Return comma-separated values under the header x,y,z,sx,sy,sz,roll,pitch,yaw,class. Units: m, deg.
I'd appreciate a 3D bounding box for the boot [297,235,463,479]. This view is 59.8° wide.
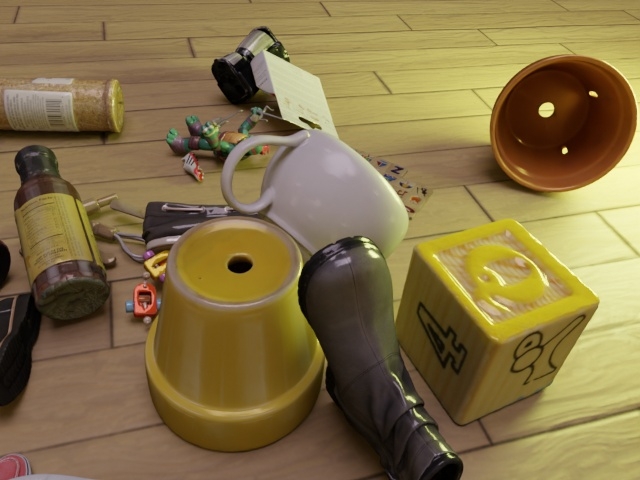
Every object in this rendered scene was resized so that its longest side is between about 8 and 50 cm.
x,y,z,sx,sy,sz,roll,pitch,yaw,class
0.084,0.168,0.636,0.118,0.338,0.223,-26,45,-10,boot

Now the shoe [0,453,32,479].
x,y,z,sx,sy,sz,roll,pitch,yaw,class
-0.383,0.306,0.609,0.063,0.081,0.178,10,42,4,shoe

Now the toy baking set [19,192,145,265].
x,y,z,sx,sy,sz,roll,pitch,yaw,class
-0.395,-0.007,0.999,0.256,0.030,0.197,-28,58,-25,toy baking set

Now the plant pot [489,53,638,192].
x,y,z,sx,sy,sz,roll,pitch,yaw,class
0.523,-0.276,1.254,0.290,0.291,0.203,12,25,6,plant pot

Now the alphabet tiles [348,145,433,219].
x,y,z,sx,sy,sz,roll,pitch,yaw,class
0.115,-0.122,1.207,0.237,0.009,0.198,25,45,19,alphabet tiles

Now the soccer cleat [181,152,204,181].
x,y,z,sx,sy,sz,roll,pitch,yaw,class
-0.271,-0.152,1.177,0.035,0.029,0.083,-28,58,3,soccer cleat

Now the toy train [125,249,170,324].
x,y,z,sx,sy,sz,roll,pitch,yaw,class
-0.238,0.077,0.916,0.166,0.046,0.125,-4,65,-25,toy train

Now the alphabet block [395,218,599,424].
x,y,z,sx,sy,sz,roll,pitch,yaw,class
0.243,0.114,0.818,0.192,0.197,0.193,-16,46,-24,alphabet block

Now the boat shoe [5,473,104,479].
x,y,z,sx,sy,sz,roll,pitch,yaw,class
-0.272,0.310,0.608,0.183,0.065,0.083,11,41,-21,boat shoe

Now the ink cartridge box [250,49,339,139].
x,y,z,sx,sy,sz,roll,pitch,yaw,class
-0.061,-0.332,1.336,0.189,0.066,0.232,15,52,-41,ink cartridge box

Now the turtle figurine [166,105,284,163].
x,y,z,sx,sy,sz,roll,pitch,yaw,class
-0.203,-0.225,1.200,0.234,0.118,0.175,6,20,24,turtle figurine

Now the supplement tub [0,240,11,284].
x,y,z,sx,sy,sz,roll,pitch,yaw,class
-0.608,0.017,0.885,0.197,0.106,0.106,19,43,13,supplement tub

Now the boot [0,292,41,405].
x,y,z,sx,sy,sz,roll,pitch,yaw,class
-0.484,0.159,0.778,0.137,0.077,0.198,-8,30,-9,boot

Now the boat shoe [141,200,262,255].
x,y,z,sx,sy,sz,roll,pitch,yaw,class
-0.142,-0.037,0.982,0.335,0.112,0.096,-6,73,-14,boat shoe

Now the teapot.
x,y,z,sx,sy,sz,roll,pitch,yaw,class
-0.007,-0.032,0.843,0.256,0.252,0.187,42,81,8,teapot

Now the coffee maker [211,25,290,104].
x,y,z,sx,sy,sz,roll,pitch,yaw,class
-0.163,-0.429,1.416,0.171,0.120,0.178,40,59,-5,coffee maker

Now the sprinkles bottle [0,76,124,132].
x,y,z,sx,sy,sz,roll,pitch,yaw,class
-0.625,-0.299,1.224,0.355,0.121,0.121,-1,42,-9,sprinkles bottle

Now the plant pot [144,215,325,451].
x,y,z,sx,sy,sz,roll,pitch,yaw,class
-0.111,0.109,0.748,0.254,0.239,0.254,4,42,-4,plant pot

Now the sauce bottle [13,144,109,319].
x,y,z,sx,sy,sz,roll,pitch,yaw,class
-0.442,-0.028,0.923,0.111,0.111,0.344,-15,51,-23,sauce bottle
